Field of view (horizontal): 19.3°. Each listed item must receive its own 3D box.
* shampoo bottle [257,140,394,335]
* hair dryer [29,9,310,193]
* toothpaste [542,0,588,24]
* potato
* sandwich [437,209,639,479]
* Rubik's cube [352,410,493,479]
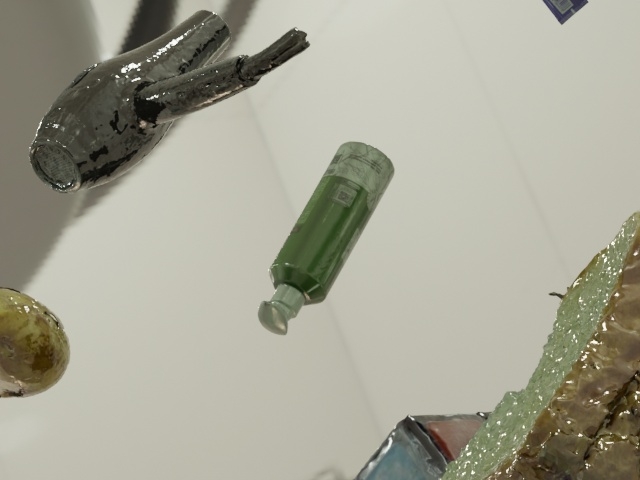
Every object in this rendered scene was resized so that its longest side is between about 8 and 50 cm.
[{"bbox_3d":[0.000,0.000,1.751,0.204,0.065,0.065,-60,-4,-28],"label":"shampoo bottle"},{"bbox_3d":[-0.075,-0.112,1.249,0.219,0.075,0.195,-13,25,45],"label":"hair dryer"},{"bbox_3d":[0.146,-0.181,1.268,0.024,0.083,0.015,-42,-23,6],"label":"toothpaste"},{"bbox_3d":[-0.264,0.082,1.547,0.080,0.107,0.170,-44,12,-27],"label":"potato"},{"bbox_3d":[0.124,0.130,1.053,0.288,0.100,0.254,-52,1,42],"label":"sandwich"},{"bbox_3d":[0.167,0.356,1.415,0.344,0.344,0.337,5,-52,-45],"label":"Rubik's cube"}]
